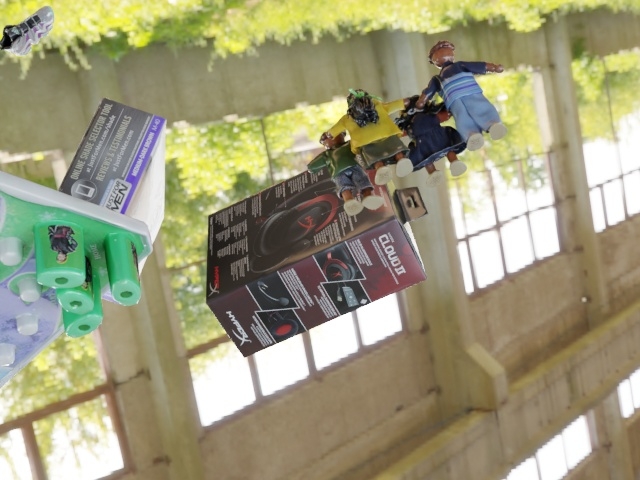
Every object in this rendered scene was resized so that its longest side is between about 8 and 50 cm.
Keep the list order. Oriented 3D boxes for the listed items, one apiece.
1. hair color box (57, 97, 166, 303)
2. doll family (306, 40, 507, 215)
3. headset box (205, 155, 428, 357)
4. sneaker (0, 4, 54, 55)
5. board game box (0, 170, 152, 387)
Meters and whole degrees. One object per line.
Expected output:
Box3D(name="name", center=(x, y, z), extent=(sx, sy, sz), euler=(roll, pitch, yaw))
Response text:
Box3D(name="hair color box", center=(-0.319, -0.047, 1.366), extent=(0.110, 0.185, 0.339), euler=(18, 155, -1))
Box3D(name="doll family", center=(0.077, -0.108, 0.795), extent=(0.192, 0.111, 0.076), euler=(-18, 147, -4))
Box3D(name="headset box", center=(0.000, 0.000, 1.166), extent=(0.293, 0.110, 0.218), euler=(-25, -148, 8))
Box3D(name="sneaker", center=(-0.457, -0.324, 1.344), extent=(0.098, 0.038, 0.069), euler=(-46, 169, 18))
Box3D(name="board game box", center=(-0.363, 0.062, 0.514), extent=(0.389, 0.050, 0.390), euler=(22, 131, -41))
